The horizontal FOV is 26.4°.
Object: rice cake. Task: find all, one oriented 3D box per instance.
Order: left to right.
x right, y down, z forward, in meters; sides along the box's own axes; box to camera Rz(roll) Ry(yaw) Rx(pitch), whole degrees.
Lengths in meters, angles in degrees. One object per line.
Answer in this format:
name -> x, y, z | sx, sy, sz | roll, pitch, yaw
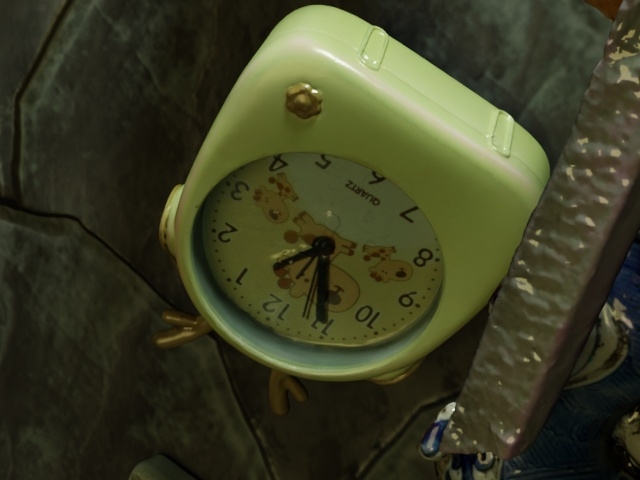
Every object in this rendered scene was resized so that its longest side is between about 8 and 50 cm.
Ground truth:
rice cake -> 0.153, -0.010, 0.777 | 0.056, 0.073, 0.365 | 33, 124, 23

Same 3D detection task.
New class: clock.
clock -> 0.000, 0.000, 1.003 | 0.235, 0.096, 0.308 | 33, 122, -9

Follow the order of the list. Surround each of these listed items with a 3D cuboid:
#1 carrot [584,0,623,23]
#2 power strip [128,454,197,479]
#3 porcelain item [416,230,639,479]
carrot -> 0.271, -0.129, 0.784 | 0.254, 0.196, 0.196 | 36, 120, 24
power strip -> -0.081, 0.302, 1.211 | 0.270, 0.046, 0.118 | 32, 116, 23
porcelain item -> 0.189, 0.111, 0.932 | 0.186, 0.138, 0.288 | 34, 120, 17
